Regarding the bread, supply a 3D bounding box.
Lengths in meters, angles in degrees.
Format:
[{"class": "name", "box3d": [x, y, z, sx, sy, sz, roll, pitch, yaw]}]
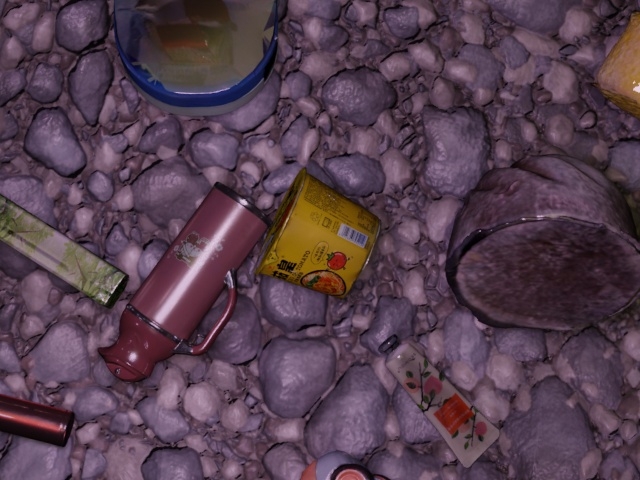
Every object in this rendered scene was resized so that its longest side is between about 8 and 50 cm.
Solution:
[{"class": "bread", "box3d": [0.533, -0.261, 1.897, 0.197, 0.197, 0.170, 39, 97, 2]}]

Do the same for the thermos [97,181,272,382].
[{"class": "thermos", "box3d": [-0.201, 0.082, 1.863, 0.136, 0.109, 0.330, 37, 84, -12]}]

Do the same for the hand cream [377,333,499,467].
[{"class": "hand cream", "box3d": [0.178, 0.244, 1.896, 0.080, 0.050, 0.234, -43, 93, -9]}]

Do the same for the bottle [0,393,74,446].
[{"class": "bottle", "box3d": [-0.463, 0.270, 1.856, 0.164, 0.060, 0.060, 14, 84, 0]}]

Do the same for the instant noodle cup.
[{"class": "instant noodle cup", "box3d": [0.000, 0.000, 1.851, 0.144, 0.182, 0.182, 26, 84, -7]}]

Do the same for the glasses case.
[{"class": "glasses case", "box3d": [-0.423, 0.006, 1.867, 0.272, 0.095, 0.062, 33, 83, 1]}]

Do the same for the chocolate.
[{"class": "chocolate", "box3d": [0.335, -0.024, 1.830, 0.303, 0.303, 0.213, 5, 53, -2]}]

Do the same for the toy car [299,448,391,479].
[{"class": "toy car", "box3d": [0.029, 0.456, 1.786, 0.212, 0.180, 0.270, -30, 68, 6]}]

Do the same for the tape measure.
[{"class": "tape measure", "box3d": [-0.186, -0.327, 1.890, 0.259, 0.138, 0.262, -1, 84, -1]}]
